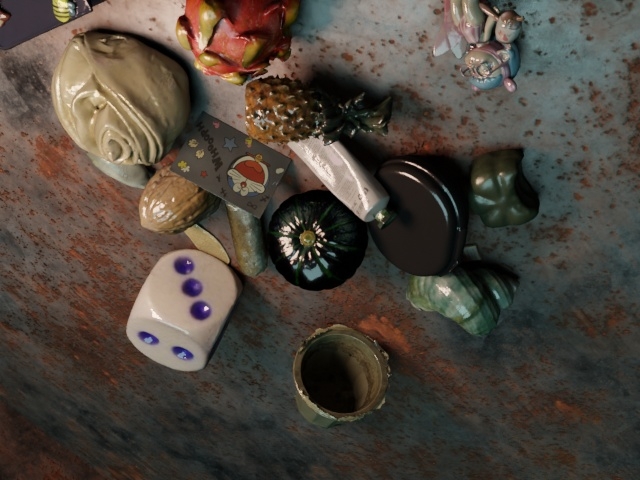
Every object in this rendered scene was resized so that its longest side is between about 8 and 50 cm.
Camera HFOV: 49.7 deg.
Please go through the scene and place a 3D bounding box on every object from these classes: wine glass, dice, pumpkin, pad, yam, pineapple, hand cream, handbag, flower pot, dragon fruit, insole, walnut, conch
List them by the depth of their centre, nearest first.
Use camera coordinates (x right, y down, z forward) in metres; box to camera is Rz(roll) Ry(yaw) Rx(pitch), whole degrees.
[{"bbox_3d":[-0.148,-0.458,1.339,0.307,0.243,0.227,-42,82,5],"label":"dragon fruit"},{"bbox_3d":[-0.002,-0.272,1.451,0.310,0.170,0.141,1,108,-3],"label":"pineapple"},{"bbox_3d":[-0.655,-0.595,1.481,0.329,0.122,0.303,-10,125,28],"label":"handbag"},{"bbox_3d":[0.041,-0.159,1.547,0.336,0.076,0.121,47,133,16],"label":"hand cream"},{"bbox_3d":[0.222,-0.052,1.566,0.254,0.093,0.308,30,140,29],"label":"handbag"},{"bbox_3d":[-0.215,-0.179,1.654,0.246,0.170,0.006,29,172,-4],"label":"pad"},{"bbox_3d":[0.350,0.135,1.682,0.277,0.220,0.195,-13,101,4],"label":"conch"},{"bbox_3d":[0.000,0.000,1.695,0.248,0.248,0.248,12,134,13],"label":"pumpkin"},{"bbox_3d":[-0.350,-0.104,1.711,0.178,0.230,0.178,38,154,23],"label":"walnut"},{"bbox_3d":[-0.497,-0.095,1.763,0.309,0.264,0.096,40,141,-15],"label":"wine glass"},{"bbox_3d":[-0.193,-0.022,1.822,0.093,0.093,0.259,9,134,15],"label":"yam"},{"bbox_3d":[-0.346,-0.016,1.948,0.081,0.011,0.248,-27,116,39],"label":"insole"},{"bbox_3d":[-0.384,0.200,1.984,0.251,0.259,0.243,24,141,0],"label":"dice"},{"bbox_3d":[0.043,0.428,2.030,0.290,0.290,0.259,23,146,3],"label":"flower pot"}]

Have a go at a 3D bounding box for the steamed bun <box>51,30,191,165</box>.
[{"bbox_3d":[-0.480,-0.306,1.595,0.324,0.219,0.309,30,134,-5],"label":"steamed bun"}]

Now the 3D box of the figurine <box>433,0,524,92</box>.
[{"bbox_3d":[0.303,-0.393,1.255,0.205,0.103,0.260,9,134,51],"label":"figurine"}]

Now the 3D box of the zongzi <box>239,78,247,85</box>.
[{"bbox_3d":[-0.212,-0.373,1.552,0.083,0.040,0.076,-8,134,44],"label":"zongzi"}]

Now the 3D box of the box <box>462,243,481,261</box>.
[{"bbox_3d":[0.348,0.033,1.695,0.083,0.012,0.046,-8,127,29],"label":"box"}]

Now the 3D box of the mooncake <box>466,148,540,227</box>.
[{"bbox_3d":[0.397,-0.108,1.487,0.175,0.104,0.168,31,128,-11],"label":"mooncake"}]
